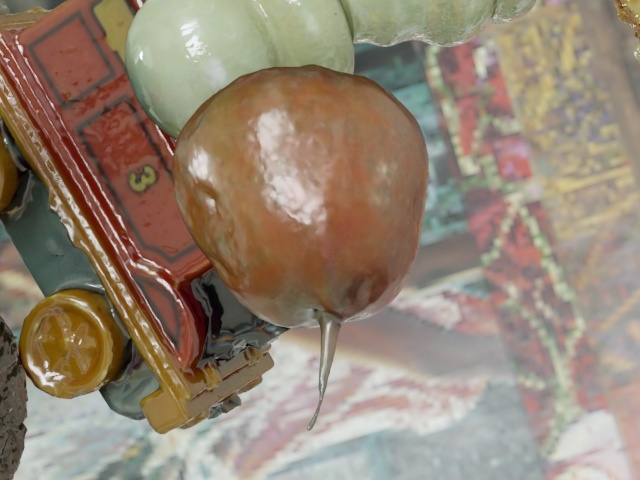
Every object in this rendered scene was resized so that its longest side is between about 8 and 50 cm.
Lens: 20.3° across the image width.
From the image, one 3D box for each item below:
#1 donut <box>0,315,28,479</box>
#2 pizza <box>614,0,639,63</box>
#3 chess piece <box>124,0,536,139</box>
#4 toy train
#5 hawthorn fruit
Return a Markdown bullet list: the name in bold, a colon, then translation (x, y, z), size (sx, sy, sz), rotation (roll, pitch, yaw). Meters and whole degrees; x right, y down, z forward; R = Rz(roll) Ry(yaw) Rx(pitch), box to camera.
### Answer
- **donut**: translation (-0.306, 0.144, 1.247), size (0.269, 0.103, 0.270), rotation (8, -90, -67)
- **pizza**: translation (0.343, -0.257, 1.902), size (0.134, 0.056, 0.271), rotation (49, -155, -33)
- **chess piece**: translation (-0.005, -0.149, 1.107), size (0.144, 0.251, 0.144), rotation (54, 163, 25)
- **toy train**: translation (-0.138, -0.048, 1.274), size (0.369, 0.231, 0.163), rotation (59, -155, 2)
- **hawthorn fruit**: translation (0.005, -0.012, 0.991), size (0.189, 0.149, 0.149), rotation (56, -179, 11)
